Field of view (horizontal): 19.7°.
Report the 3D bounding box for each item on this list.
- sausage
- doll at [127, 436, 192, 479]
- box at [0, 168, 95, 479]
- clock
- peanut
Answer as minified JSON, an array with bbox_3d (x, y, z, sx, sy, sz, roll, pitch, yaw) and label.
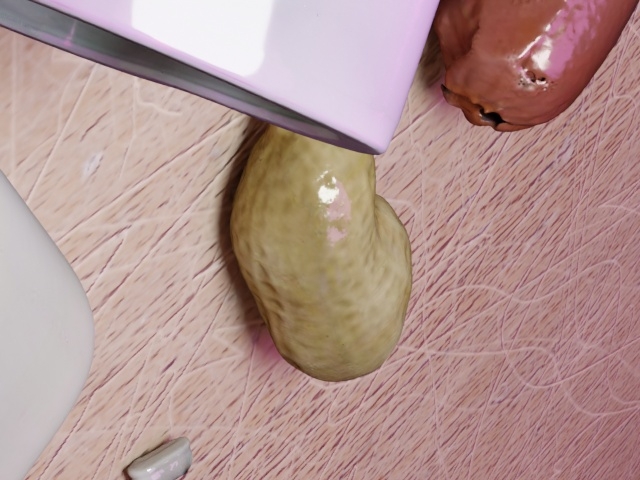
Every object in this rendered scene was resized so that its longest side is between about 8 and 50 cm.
[{"bbox_3d":[0.193,-0.221,1.525,0.279,0.152,0.152,-60,149,-10],"label":"sausage"},{"bbox_3d":[-0.135,0.279,1.426,0.183,0.085,0.217,-38,131,-41],"label":"doll"},{"bbox_3d":[-0.279,0.102,1.012,0.349,0.141,0.288,-55,149,-19],"label":"box"},{"bbox_3d":[-0.108,-0.148,0.929,0.338,0.338,0.102,22,89,-60],"label":"clock"},{"bbox_3d":[0.000,0.000,1.408,0.137,0.122,0.253,-49,141,-27],"label":"peanut"}]
